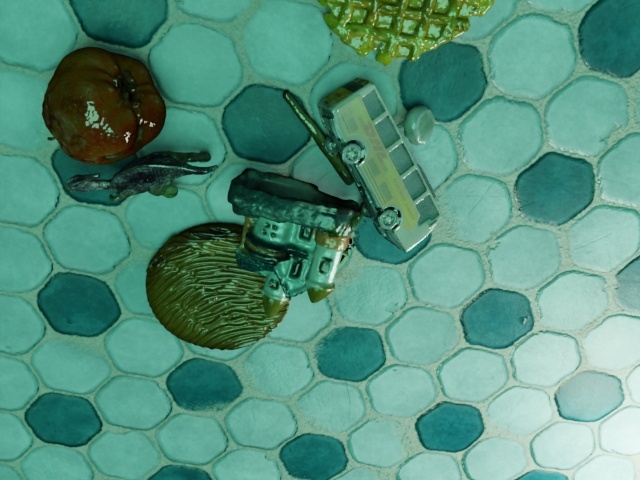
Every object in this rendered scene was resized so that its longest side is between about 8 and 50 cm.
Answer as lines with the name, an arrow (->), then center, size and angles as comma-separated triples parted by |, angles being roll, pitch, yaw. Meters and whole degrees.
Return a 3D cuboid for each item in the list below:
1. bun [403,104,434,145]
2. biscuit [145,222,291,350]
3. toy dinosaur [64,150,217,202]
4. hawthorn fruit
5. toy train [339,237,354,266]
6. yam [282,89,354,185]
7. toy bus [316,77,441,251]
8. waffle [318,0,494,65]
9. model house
bun -> 0.187, -0.224, 1.477 | 0.045, 0.083, 0.083 | 14, 126, 36
biscuit -> -0.218, 0.106, 1.645 | 0.317, 0.040, 0.318 | -1, 119, -2
toy dinosaur -> -0.329, -0.118, 1.444 | 0.294, 0.162, 0.077 | -18, 87, 6
hawthorn fruit -> -0.413, -0.222, 1.376 | 0.243, 0.207, 0.207 | -24, 119, 33
toy train -> 0.000, 0.000, 1.595 | 0.137, 0.050, 0.087 | 26, 117, -16
yam -> -0.002, -0.198, 1.498 | 0.029, 0.027, 0.234 | -46, 116, -15
toy bus -> 0.114, -0.143, 1.492 | 0.138, 0.097, 0.343 | -37, 116, -8
waffle -> 0.147, -0.470, 1.339 | 0.325, 0.068, 0.302 | -31, 116, 11
model house -> -0.068, 0.029, 1.486 | 0.253, 0.184, 0.291 | 15, 109, 6
